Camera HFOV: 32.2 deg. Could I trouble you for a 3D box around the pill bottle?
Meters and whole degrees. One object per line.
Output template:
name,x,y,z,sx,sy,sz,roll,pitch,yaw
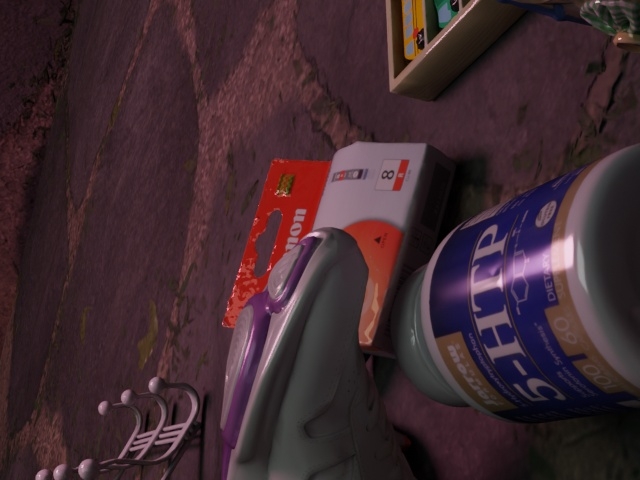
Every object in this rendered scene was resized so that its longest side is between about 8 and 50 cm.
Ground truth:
pill bottle,0.114,0.031,0.537,0.186,0.112,0.112,151,127,-61

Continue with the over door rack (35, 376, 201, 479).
over door rack,-0.252,0.308,1.187,0.239,0.108,0.324,-29,39,62

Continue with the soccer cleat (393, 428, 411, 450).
soccer cleat,-0.006,0.140,0.811,0.196,0.076,0.068,-178,99,-67

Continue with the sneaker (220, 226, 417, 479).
sneaker,0.012,0.131,0.662,0.114,0.152,0.305,-91,8,-62

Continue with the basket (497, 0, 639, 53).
basket,0.111,-0.201,0.473,0.201,0.254,0.289,-63,37,18

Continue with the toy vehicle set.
toy vehicle set,0.100,-0.254,0.799,0.166,0.035,0.267,137,138,-54

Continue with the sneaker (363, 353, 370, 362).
sneaker,0.016,0.041,0.840,0.059,0.053,0.144,-18,55,63

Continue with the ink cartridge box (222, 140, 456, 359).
ink cartridge box,0.000,0.000,0.794,0.179,0.045,0.146,6,75,39
